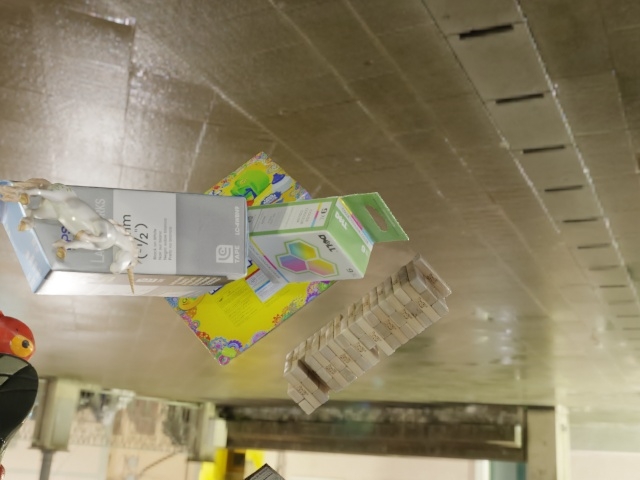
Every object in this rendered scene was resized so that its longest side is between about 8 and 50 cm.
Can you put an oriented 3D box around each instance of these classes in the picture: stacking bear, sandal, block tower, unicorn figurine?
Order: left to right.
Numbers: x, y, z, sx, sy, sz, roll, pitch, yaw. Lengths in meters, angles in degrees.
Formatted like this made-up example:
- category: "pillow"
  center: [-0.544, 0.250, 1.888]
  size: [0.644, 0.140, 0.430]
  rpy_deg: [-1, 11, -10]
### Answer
- category: "sandal"
  center: [-0.501, 0.292, 1.080]
  size: [0.120, 0.303, 0.086]
  rpy_deg: [28, 135, -22]
- category: "stacking bear"
  center: [-0.630, 0.274, 1.411]
  size: [0.164, 0.289, 0.175]
  rpy_deg: [-8, 141, 35]
- category: "unicorn figurine"
  center: [-0.247, -0.012, 0.780]
  size: [0.060, 0.162, 0.111]
  rpy_deg: [-38, 180, 16]
- category: "block tower"
  center: [0.077, 0.169, 1.354]
  size: [0.335, 0.097, 0.091]
  rpy_deg: [-40, 103, 13]

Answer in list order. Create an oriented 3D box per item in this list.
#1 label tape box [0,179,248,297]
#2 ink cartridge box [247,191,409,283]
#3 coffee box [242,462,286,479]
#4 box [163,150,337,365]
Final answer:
- category: "label tape box"
  center: [-0.296, 0.008, 0.978]
  size: [0.347, 0.115, 0.249]
  rpy_deg: [1, 170, -25]
- category: "ink cartridge box"
  center: [0.000, 0.000, 1.019]
  size: [0.209, 0.062, 0.109]
  rpy_deg: [-5, 141, 32]
- category: "coffee box"
  center: [-0.062, 0.651, 1.645]
  size: [0.297, 0.118, 0.168]
  rpy_deg: [31, 135, 34]
- category: "box"
  center: [-0.139, 0.021, 1.370]
  size: [0.177, 0.290, 0.279]
  rpy_deg: [56, 175, -28]
